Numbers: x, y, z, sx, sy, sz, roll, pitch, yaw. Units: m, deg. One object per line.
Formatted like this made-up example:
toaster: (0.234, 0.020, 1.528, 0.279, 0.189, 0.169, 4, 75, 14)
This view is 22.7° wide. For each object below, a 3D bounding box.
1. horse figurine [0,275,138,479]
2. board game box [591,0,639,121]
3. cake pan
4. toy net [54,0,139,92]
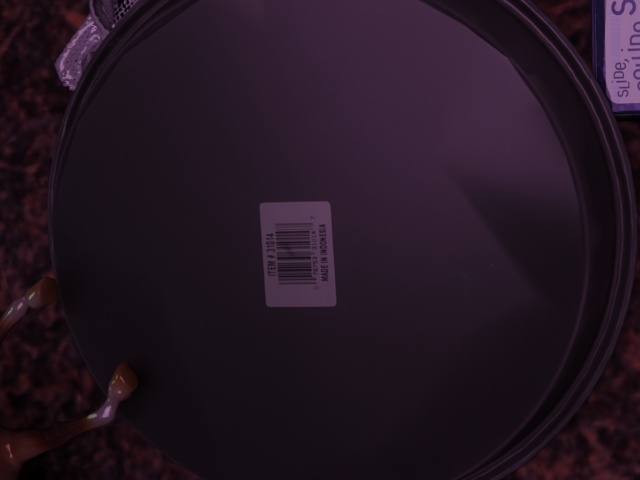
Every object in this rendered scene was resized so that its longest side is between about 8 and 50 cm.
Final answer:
horse figurine: (-0.137, 0.144, 0.752, 0.174, 0.066, 0.263, -35, 73, 29)
board game box: (0.193, -0.158, 0.744, 0.136, 0.035, 0.201, 0, 89, 12)
cake pan: (0.000, 0.000, 0.751, 0.293, 0.054, 0.293, 2, 101, 13)
toy net: (-0.041, -0.145, 0.789, 0.232, 0.045, 0.122, -24, 85, 11)
